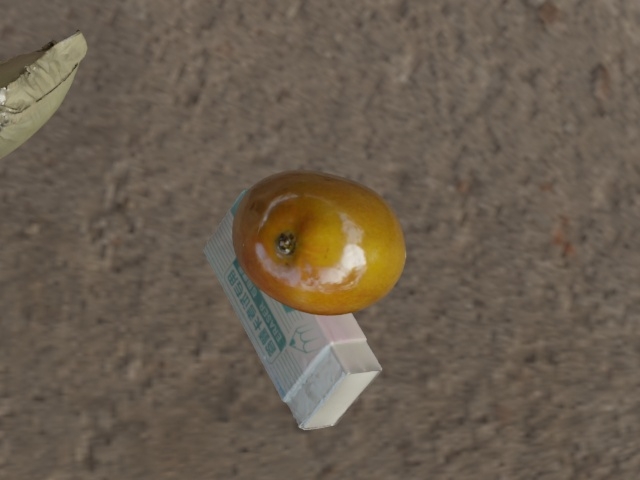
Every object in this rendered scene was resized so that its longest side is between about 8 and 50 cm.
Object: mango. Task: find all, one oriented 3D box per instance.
[{"bbox_3d":[-0.005,-0.001,1.679,0.151,0.221,0.120,17,94,-12],"label":"mango"}]

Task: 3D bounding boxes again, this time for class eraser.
[{"bbox_3d":[-0.030,0.062,1.814,0.095,0.052,0.225,-53,55,37],"label":"eraser"}]

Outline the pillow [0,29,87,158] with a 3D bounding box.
[{"bbox_3d":[-0.232,-0.054,1.144,0.208,0.119,0.053,-29,99,30],"label":"pillow"}]
